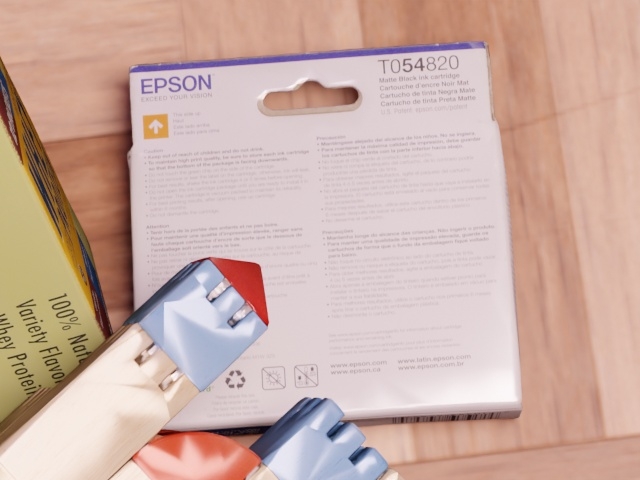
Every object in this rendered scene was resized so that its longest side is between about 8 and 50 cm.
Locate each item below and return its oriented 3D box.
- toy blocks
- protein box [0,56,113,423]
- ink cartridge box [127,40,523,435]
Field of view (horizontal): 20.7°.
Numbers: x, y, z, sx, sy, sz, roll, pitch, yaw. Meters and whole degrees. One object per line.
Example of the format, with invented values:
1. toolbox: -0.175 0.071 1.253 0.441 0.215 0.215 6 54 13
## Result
1. toy blocks: -0.053 0.190 0.907 0.261 0.191 0.381 -43 98 -16
2. protein box: -0.241 0.003 0.943 0.201 0.200 0.136 -21 37 -2
3. ink cartridge box: 0.000 0.000 1.027 0.223 0.045 0.224 -3 75 2
